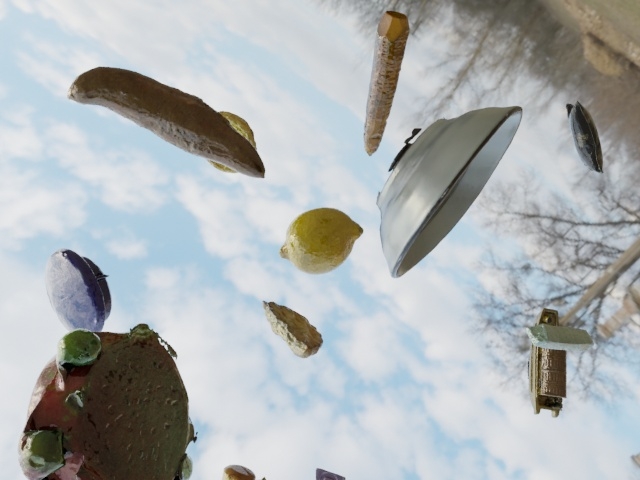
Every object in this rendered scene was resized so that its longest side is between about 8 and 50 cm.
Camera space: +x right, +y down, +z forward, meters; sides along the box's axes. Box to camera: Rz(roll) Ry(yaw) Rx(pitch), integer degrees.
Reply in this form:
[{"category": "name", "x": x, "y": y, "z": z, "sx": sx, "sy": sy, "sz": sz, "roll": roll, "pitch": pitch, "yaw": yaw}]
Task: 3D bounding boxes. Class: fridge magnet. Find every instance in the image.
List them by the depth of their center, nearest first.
[{"category": "fridge magnet", "x": -0.674, "y": 0.148, "z": 1.733, "sx": 0.265, "sy": 0.265, "sz": 0.113, "roll": 46, "pitch": -142, "yaw": 20}]

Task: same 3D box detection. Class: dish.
[{"category": "dish", "x": 0.174, "y": -0.092, "z": 0.960, "sx": 0.106, "sy": 0.316, "sz": 0.316, "roll": 38, "pitch": -153, "yaw": 16}]

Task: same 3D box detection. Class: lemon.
[{"category": "lemon", "x": 0.000, "y": 0.000, "z": 1.746, "sx": 0.187, "sy": 0.244, "sz": 0.186, "roll": 159, "pitch": 90, "yaw": -85}]

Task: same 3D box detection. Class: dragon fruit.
[{"category": "dragon fruit", "x": -0.276, "y": 0.237, "z": 0.831, "sx": 0.268, "sy": 0.130, "sz": 0.295, "roll": -51, "pitch": -54, "yaw": -53}]

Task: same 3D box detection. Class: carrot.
[{"category": "carrot", "x": 0.125, "y": -0.313, "z": 1.298, "sx": 0.066, "sy": 0.314, "sz": 0.066, "roll": 6, "pitch": -142, "yaw": -5}]

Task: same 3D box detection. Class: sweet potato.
[{"category": "sweet potato", "x": -0.243, "y": -0.204, "z": 1.059, "sx": 0.342, "sy": 0.092, "sz": 0.114, "roll": 24, "pitch": -143, "yaw": -20}]

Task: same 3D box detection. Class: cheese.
[{"category": "cheese", "x": 0.003, "y": 0.772, "z": 1.838, "sx": 0.105, "sy": 0.190, "sz": 0.042, "roll": 20, "pitch": -179, "yaw": -2}]

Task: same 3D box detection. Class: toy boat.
[{"category": "toy boat", "x": 0.483, "y": 0.256, "z": 1.317, "sx": 0.068, "sy": 0.088, "sz": 0.226, "roll": 11, "pitch": -105, "yaw": -10}]

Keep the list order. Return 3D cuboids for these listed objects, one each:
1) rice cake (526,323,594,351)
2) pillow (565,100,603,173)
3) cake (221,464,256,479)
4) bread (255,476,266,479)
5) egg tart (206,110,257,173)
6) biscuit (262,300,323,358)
[{"category": "rice cake", "x": 0.363, "y": 0.147, "z": 0.939, "sx": 0.171, "sy": 0.029, "sz": 0.033, "roll": 12, "pitch": -130, "yaw": -43}, {"category": "pillow", "x": 0.526, "y": -0.205, "z": 1.237, "sx": 0.090, "sy": 0.048, "sz": 0.150, "roll": -27, "pitch": -82, "yaw": -58}, {"category": "cake", "x": -0.203, "y": 0.589, "z": 1.548, "sx": 0.084, "sy": 0.044, "sz": 0.084, "roll": 17, "pitch": 180, "yaw": 0}, {"category": "bread", "x": -0.167, "y": 0.689, "z": 1.579, "sx": 0.086, "sy": 0.125, "sz": 0.156, "roll": 2, "pitch": -169, "yaw": -5}, {"category": "egg tart", "x": -0.259, "y": -0.282, "z": 1.770, "sx": 0.191, "sy": 0.191, "sz": 0.074, "roll": 35, "pitch": -144, "yaw": -1}, {"category": "biscuit", "x": -0.061, "y": 0.210, "z": 1.424, "sx": 0.118, "sy": 0.061, "sz": 0.183, "roll": 16, "pitch": -162, "yaw": -48}]
